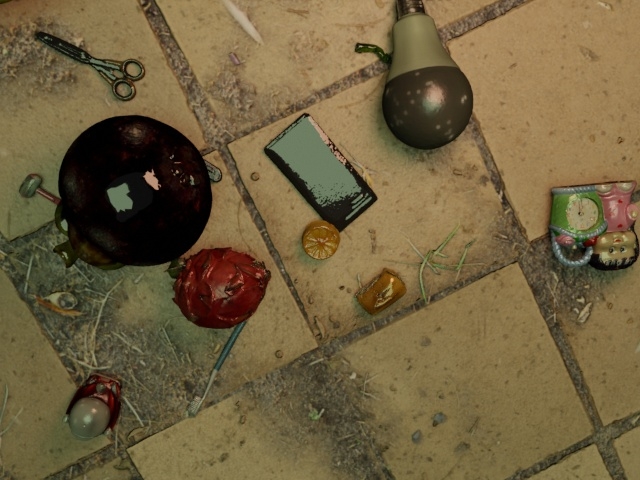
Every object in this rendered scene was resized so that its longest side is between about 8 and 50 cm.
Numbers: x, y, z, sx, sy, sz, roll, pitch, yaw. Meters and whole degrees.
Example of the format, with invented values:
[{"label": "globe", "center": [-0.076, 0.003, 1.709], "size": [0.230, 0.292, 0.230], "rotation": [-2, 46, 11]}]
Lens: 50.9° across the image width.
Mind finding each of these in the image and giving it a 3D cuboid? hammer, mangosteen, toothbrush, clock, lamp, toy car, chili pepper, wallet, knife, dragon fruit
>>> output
[{"label": "hammer", "center": [-0.572, -0.098, 1.384], "size": [0.083, 0.031, 0.052], "rotation": [33, 98, -20]}, {"label": "mangosteen", "center": [-0.357, -0.085, 1.290], "size": [0.297, 0.313, 0.297], "rotation": [11, 67, -28]}, {"label": "toothbrush", "center": [-0.221, 0.263, 1.477], "size": [0.025, 0.019, 0.276], "rotation": [29, 96, -1]}, {"label": "clock", "center": [0.593, -0.029, 1.459], "size": [0.194, 0.100, 0.196], "rotation": [-7, 98, 0]}, {"label": "lamp", "center": [0.206, -0.334, 1.365], "size": [0.181, 0.182, 0.314], "rotation": [-4, 68, -4]}, {"label": "toy car", "center": [-0.483, 0.362, 1.423], "size": [0.112, 0.112, 0.139], "rotation": [21, 98, -8]}, {"label": "chili pepper", "center": [0.113, -0.391, 1.395], "size": [0.083, 0.022, 0.027], "rotation": [19, 64, -7]}, {"label": "wallet", "center": [0.002, -0.140, 1.424], "size": [0.124, 0.025, 0.244], "rotation": [-40, 102, 5]}, {"label": "knife", "center": [-0.257, -0.161, 1.403], "size": [0.121, 0.018, 0.031], "rotation": [31, 94, -7]}, {"label": "dragon fruit", "center": [-0.208, 0.097, 1.374], "size": [0.209, 0.172, 0.172], "rotation": [4, 99, 9]}]

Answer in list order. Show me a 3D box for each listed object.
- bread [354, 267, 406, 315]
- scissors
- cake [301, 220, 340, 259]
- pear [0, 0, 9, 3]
[{"label": "bread", "center": [0.134, 0.113, 1.465], "size": [0.106, 0.053, 0.072], "rotation": [-38, 97, 8]}, {"label": "scissors", "center": [-0.465, -0.363, 1.352], "size": [0.220, 0.017, 0.088], "rotation": [26, 97, -8]}, {"label": "cake", "center": [0.000, 0.000, 1.434], "size": [0.084, 0.044, 0.084], "rotation": [0, 108, 1]}, {"label": "pear", "center": [-0.600, -0.588, 1.131], "size": [0.391, 0.391, 0.391], "rotation": [-1, 100, -5]}]
